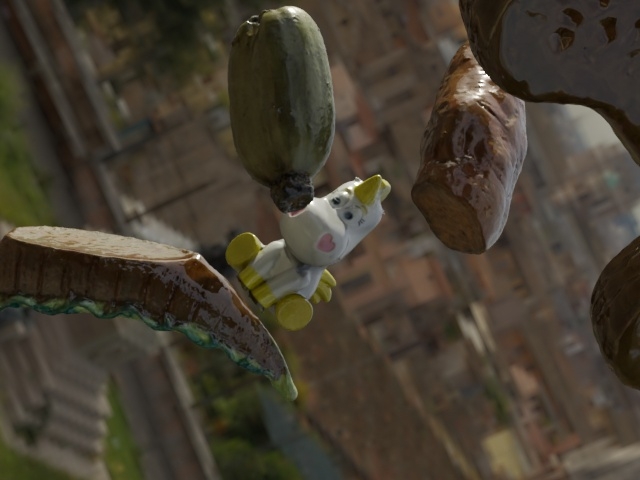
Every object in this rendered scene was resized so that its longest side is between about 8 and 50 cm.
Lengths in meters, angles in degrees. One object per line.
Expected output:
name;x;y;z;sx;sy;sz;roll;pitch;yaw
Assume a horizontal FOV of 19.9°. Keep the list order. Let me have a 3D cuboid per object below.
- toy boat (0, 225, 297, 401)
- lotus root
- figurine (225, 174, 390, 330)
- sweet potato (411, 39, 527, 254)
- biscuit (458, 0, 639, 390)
toy boat;-0.149;0.050;1.522;0.108;0.293;0.099;-62;167;-72
lotus root;-0.031;-0.109;1.550;0.077;0.090;0.183;9;67;-45
figurine;-0.003;-0.001;1.728;0.109;0.178;0.130;49;30;22
sweet potato;0.130;-0.093;1.576;0.097;0.097;0.251;58;31;-41
biscuit;0.268;-0.099;1.041;0.394;0.368;0.076;49;10;-38
